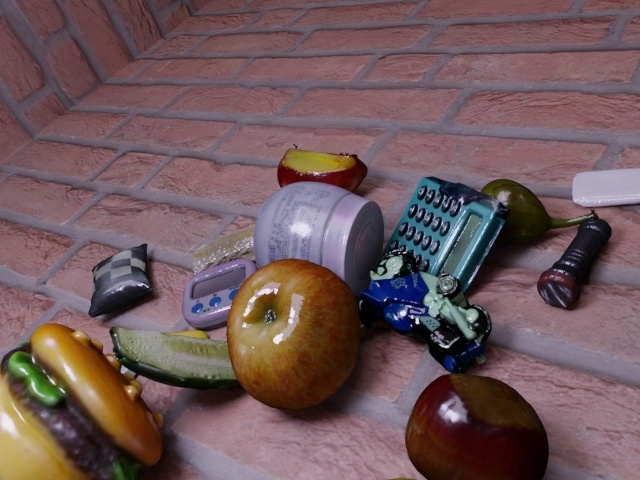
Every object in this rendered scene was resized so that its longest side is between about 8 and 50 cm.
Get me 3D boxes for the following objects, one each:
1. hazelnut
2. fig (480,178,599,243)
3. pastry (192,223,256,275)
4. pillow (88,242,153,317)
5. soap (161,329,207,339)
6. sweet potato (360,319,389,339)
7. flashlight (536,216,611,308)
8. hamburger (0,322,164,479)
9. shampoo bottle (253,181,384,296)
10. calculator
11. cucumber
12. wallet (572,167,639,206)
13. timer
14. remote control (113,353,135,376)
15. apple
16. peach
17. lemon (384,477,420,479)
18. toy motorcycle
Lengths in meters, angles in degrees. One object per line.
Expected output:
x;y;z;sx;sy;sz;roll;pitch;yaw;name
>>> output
0.261;0.337;1.091;0.230;0.229;0.229;-14;38;12;hazelnut
0.492;-0.054;1.513;0.260;0.151;0.151;10;43;2;fig
-0.235;0.033;1.800;0.259;0.089;0.121;-18;50;11;pastry
-0.568;0.110;1.859;0.186;0.106;0.250;-24;33;-2;pillow
-0.357;0.259;1.630;0.169;0.033;0.089;-1;41;26;soap
0.110;0.192;1.463;0.179;0.044;0.044;-19;37;-6;sweet potato
0.546;0.042;1.388;0.093;0.092;0.232;17;47;40;flashlight
-0.496;0.354;1.306;0.277;0.395;0.396;-40;40;-17;hamburger
0.000;0.000;1.561;0.267;0.272;0.273;12;49;24;shampoo bottle
0.276;-0.016;1.512;0.274;0.058;0.248;36;102;48;calculator
-0.306;0.261;1.394;0.105;0.326;0.145;-45;49;26;cucumber
0.695;-0.125;1.548;0.183;0.031;0.124;-4;42;26;wallet
-0.253;0.139;1.691;0.209;0.069;0.190;-19;38;7;timer
-0.546;0.379;1.570;0.103;0.051;0.293;7;46;34;remote control
-0.064;0.187;1.339;0.278;0.250;0.309;-29;75;23;apple
0.005;-0.162;1.851;0.268;0.153;0.158;9;38;22;peach
0.127;0.475;1.001;0.184;0.184;0.248;-17;37;8;lemon
0.202;0.148;1.369;0.196;0.125;0.331;-41;47;-8;toy motorcycle
